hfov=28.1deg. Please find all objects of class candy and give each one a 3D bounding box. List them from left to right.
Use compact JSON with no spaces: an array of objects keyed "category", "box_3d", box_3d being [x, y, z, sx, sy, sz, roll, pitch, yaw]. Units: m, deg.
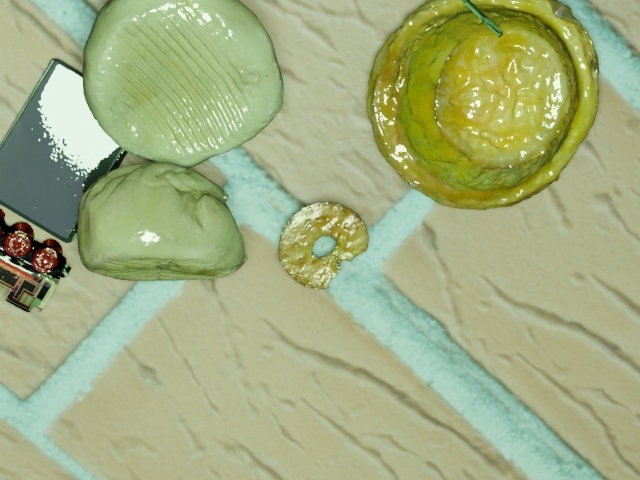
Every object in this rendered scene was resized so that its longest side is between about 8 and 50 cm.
[{"category":"candy","box_3d":[0.147,-0.288,1.445,0.055,0.049,0.184,-38,64,-3]}]

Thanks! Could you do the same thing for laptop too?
[{"category":"laptop","box_3d":[-0.297,-0.102,1.469,0.129,0.016,0.180,32,93,-12]}]

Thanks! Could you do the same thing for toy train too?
[{"category":"toy train","box_3d":[-0.359,0.020,1.463,0.138,0.050,0.087,31,97,-11]}]

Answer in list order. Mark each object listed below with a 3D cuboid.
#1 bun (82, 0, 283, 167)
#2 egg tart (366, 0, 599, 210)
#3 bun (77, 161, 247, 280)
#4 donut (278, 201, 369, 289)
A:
[{"category":"bun","box_3d":[-0.156,-0.194,1.414,0.231,0.133,0.231,-3,125,-4]},{"category":"egg tart","box_3d":[0.200,-0.167,1.484,0.288,0.118,0.288,-1,96,-11]},{"category":"bun","box_3d":[-0.172,-0.022,1.420,0.193,0.178,0.127,4,78,-15]},{"category":"donut","box_3d":[0.000,0.000,1.514,0.108,0.043,0.097,-38,103,1]}]
